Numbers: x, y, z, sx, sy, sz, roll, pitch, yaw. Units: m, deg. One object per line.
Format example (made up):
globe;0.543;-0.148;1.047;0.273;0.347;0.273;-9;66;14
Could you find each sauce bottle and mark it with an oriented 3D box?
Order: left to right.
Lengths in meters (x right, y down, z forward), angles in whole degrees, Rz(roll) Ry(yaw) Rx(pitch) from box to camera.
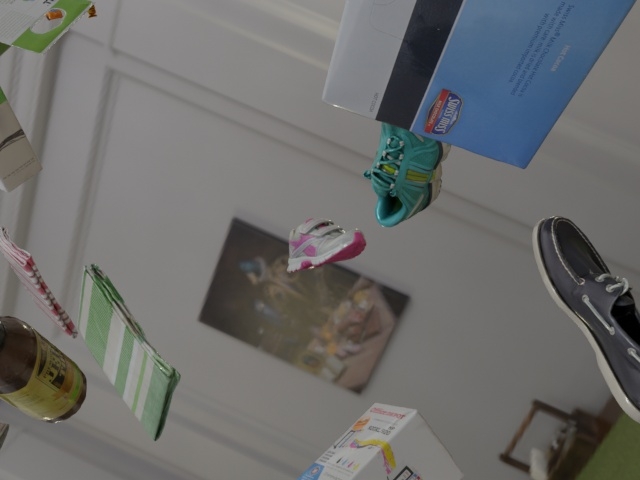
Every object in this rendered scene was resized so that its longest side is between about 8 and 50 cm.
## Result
sauce bottle;-0.452;0.180;1.184;0.344;0.111;0.111;78;-145;-64

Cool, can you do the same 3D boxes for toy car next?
toy car;-0.579;-0.533;1.837;0.060;0.122;0.040;50;145;46

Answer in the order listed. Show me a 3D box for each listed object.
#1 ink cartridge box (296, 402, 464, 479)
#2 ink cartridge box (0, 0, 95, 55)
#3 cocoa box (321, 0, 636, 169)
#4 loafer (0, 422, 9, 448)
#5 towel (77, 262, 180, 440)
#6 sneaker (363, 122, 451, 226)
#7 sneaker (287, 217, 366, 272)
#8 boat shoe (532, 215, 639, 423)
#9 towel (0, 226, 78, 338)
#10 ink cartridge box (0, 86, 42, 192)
ink cartridge box;0.113;0.452;1.536;0.233;0.168;0.171;-40;12;-23
ink cartridge box;-0.521;-0.339;1.300;0.188;0.255;0.097;-69;-6;-46
cocoa box;0.162;-0.275;0.730;0.347;0.228;0.231;108;-179;-58
loafer;-0.565;0.357;1.347;0.045;0.039;0.125;114;173;-48
towel;-0.410;0.231;1.680;0.038;0.325;0.247;-24;-29;-38
sneaker;0.120;-0.113;1.173;0.110;0.107;0.275;-39;-31;-18
sneaker;0.000;0.000;1.809;0.103;0.111;0.252;-9;-5;-41
boat shoe;0.263;0.057;0.711;0.075;0.206;0.065;-9;-26;-34
towel;-0.496;0.076;1.408;0.029;0.144;0.197;-37;-47;-23
ink cartridge box;-0.818;-0.271;1.933;0.115;0.198;0.272;-45;-39;-31
